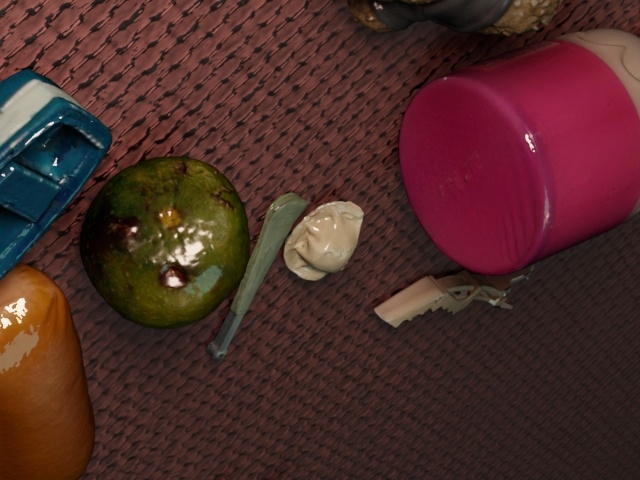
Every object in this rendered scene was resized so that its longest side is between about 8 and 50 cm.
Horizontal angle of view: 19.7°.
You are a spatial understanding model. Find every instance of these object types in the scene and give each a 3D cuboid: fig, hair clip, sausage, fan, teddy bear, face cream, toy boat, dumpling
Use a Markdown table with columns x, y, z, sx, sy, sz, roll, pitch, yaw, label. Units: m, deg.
| x | y | z | sx | sy | sz | roll | pitch | yaw | label |
| --- | --- | --- | --- | --- | --- | --- | --- | --- | --- |
| -0.112 | 0.010 | 1.343 | 0.123 | 0.123 | 0.156 | -36 | 166 | -12 | fig |
| 0.138 | 0.048 | 1.851 | 0.226 | 0.034 | 0.072 | -5 | 133 | -49 | hair clip |
| -0.224 | 0.112 | 1.364 | 0.105 | 0.105 | 0.274 | -32 | 154 | -19 | sausage |
| -0.060 | 0.033 | 1.567 | 0.038 | 0.016 | 0.193 | -13 | 142 | -41 | fan |
| 0.113 | -0.202 | 1.302 | 0.251 | 0.129 | 0.182 | -7 | 136 | -52 | teddy bear |
| 0.191 | -0.079 | 1.555 | 0.195 | 0.175 | 0.175 | -23 | 149 | -36 | face cream |
| -0.263 | 0.011 | 1.189 | 0.299 | 0.062 | 0.096 | -44 | 155 | 4 | toy boat |
| 0.000 | -0.002 | 1.575 | 0.076 | 0.057 | 0.052 | -34 | -149 | 57 | dumpling |
